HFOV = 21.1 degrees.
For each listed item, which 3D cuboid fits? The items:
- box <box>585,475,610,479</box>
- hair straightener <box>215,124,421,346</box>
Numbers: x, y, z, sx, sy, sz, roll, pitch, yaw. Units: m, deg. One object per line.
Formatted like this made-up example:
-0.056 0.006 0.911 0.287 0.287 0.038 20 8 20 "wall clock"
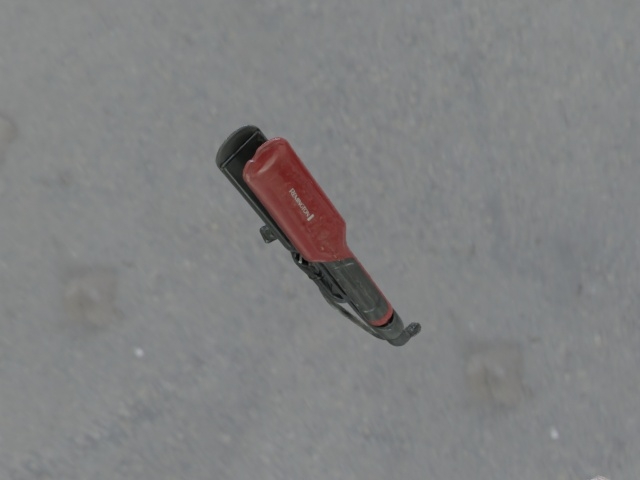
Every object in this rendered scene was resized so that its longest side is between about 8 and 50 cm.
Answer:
0.115 0.251 0.817 0.142 0.300 0.154 24 114 23 "box"
0.000 0.000 1.217 0.047 0.230 0.089 -50 37 -8 "hair straightener"
